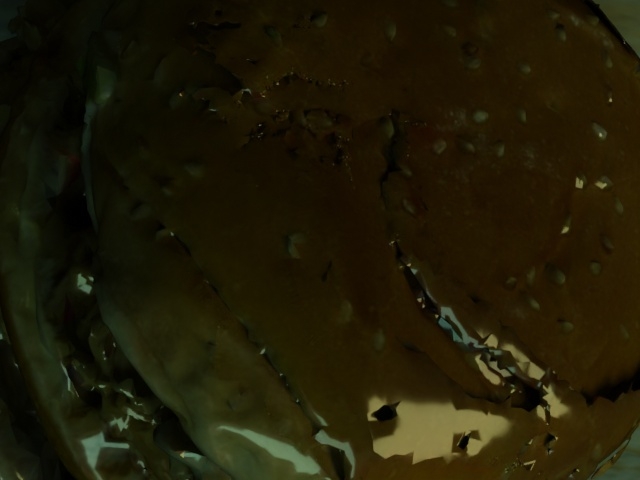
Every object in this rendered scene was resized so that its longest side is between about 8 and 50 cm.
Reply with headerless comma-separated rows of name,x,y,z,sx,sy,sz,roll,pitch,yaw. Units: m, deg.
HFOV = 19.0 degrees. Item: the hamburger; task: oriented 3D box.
hamburger,-0.008,-0.004,0.672,0.211,0.260,0.245,-23,96,51
